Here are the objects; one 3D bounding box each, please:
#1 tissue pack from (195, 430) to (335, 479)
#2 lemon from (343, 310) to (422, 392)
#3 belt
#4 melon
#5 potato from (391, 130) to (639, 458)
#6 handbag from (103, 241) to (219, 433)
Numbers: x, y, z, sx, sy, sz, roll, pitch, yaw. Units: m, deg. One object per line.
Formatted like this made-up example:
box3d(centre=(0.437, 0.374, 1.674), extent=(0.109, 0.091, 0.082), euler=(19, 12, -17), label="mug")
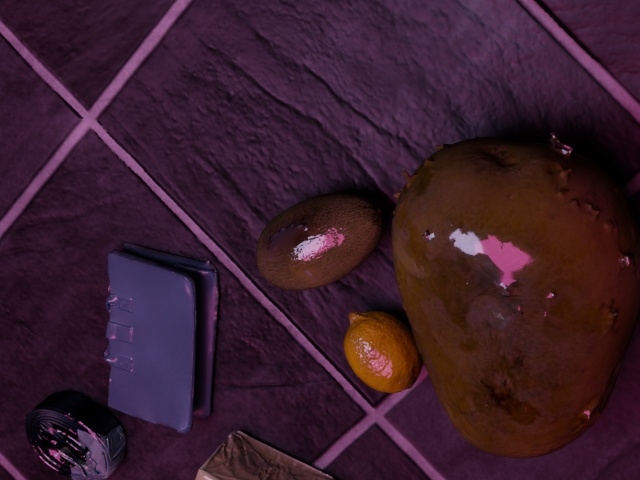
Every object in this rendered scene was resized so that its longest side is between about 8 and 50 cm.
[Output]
box3d(centre=(-0.091, 0.383, 1.893), extent=(0.159, 0.125, 0.234), euler=(26, 119, 13), label="tissue pack")
box3d(centre=(0.070, 0.126, 1.746), extent=(0.082, 0.082, 0.110), euler=(-39, 87, 31), label="lemon")
box3d(centre=(-0.323, 0.260, 1.990), extent=(0.140, 0.058, 0.105), euler=(28, 122, 11), label="belt")
box3d(centre=(0.000, 0.000, 1.719), extent=(0.162, 0.099, 0.099), euler=(-24, 98, 27), label="melon")
box3d(centre=(0.217, 0.063, 1.581), extent=(0.270, 0.219, 0.359), euler=(1, 118, 34), label="potato")
box3d(centre=(-0.204, 0.121, 1.886), extent=(0.144, 0.057, 0.221), euler=(15, 115, 23), label="handbag")
